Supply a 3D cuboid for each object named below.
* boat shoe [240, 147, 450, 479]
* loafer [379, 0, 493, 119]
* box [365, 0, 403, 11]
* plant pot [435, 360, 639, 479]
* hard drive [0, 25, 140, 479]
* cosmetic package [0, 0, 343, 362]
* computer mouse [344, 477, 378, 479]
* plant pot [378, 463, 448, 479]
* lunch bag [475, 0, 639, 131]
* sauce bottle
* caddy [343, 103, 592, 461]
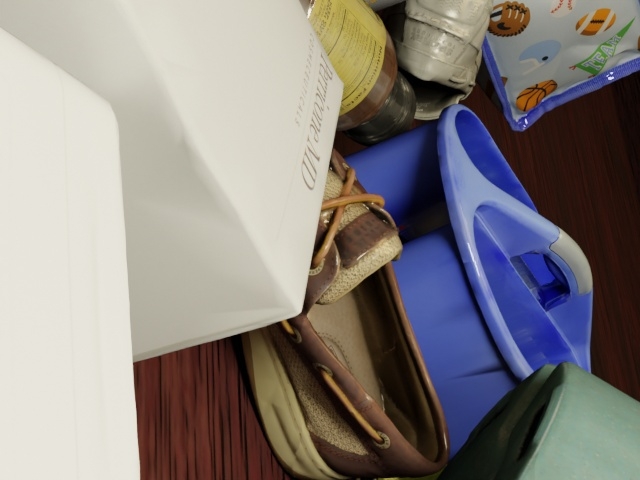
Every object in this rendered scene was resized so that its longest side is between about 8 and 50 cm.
[{"bbox_3d":[0.000,0.000,0.930,0.123,0.123,0.342,-34,115,-44],"label":"boat shoe"},{"bbox_3d":[0.094,-0.168,1.426,0.319,0.112,0.111,70,43,-83],"label":"loafer"},{"bbox_3d":[0.025,-0.307,1.279,0.056,0.183,0.231,18,57,-68],"label":"box"},{"bbox_3d":[0.207,0.266,0.921,0.334,0.341,0.341,37,22,0],"label":"plant pot"},{"bbox_3d":[-0.182,-0.020,0.428,0.353,0.047,0.233,35,39,-48],"label":"hard drive"},{"bbox_3d":[-0.140,-0.147,0.687,0.385,0.156,0.217,59,24,-32],"label":"cosmetic package"},{"bbox_3d":[-0.008,0.075,1.061,0.071,0.041,0.242,-26,104,-63],"label":"computer mouse"},{"bbox_3d":[0.078,0.213,1.115,0.083,0.083,0.079,-23,106,-72],"label":"plant pot"},{"bbox_3d":[0.173,-0.356,1.588,0.328,0.239,0.385,63,3,34],"label":"lunch bag"},{"bbox_3d":[-0.008,-0.145,1.147,0.344,0.111,0.111,32,43,-69],"label":"sauce bottle"},{"bbox_3d":[0.135,0.040,1.269,0.341,0.179,0.241,48,29,-50],"label":"caddy"}]
